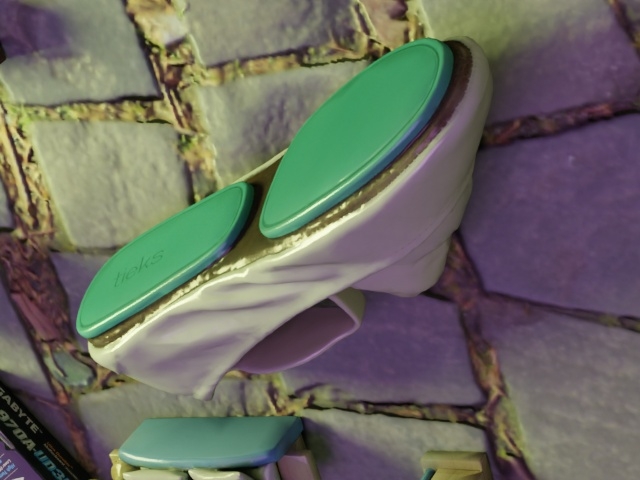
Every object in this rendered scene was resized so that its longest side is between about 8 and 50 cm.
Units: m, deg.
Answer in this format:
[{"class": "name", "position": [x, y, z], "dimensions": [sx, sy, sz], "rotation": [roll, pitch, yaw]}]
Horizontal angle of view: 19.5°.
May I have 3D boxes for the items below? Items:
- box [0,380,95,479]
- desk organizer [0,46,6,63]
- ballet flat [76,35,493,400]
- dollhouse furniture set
[{"class": "box", "position": [-0.285, 0.229, 1.474], "dimensions": [0.220, 0.051, 0.175], "rotation": [-41, 95, 24]}, {"class": "desk organizer", "position": [-0.286, -0.128, 1.285], "dimensions": [0.130, 0.047, 0.050], "rotation": [-7, 118, 32]}, {"class": "ballet flat", "position": [0.000, 0.000, 1.175], "dimensions": [0.139, 0.139, 0.400], "rotation": [50, 133, -8]}, {"class": "dollhouse furniture set", "position": [-0.027, 0.297, 1.316], "dimensions": [0.303, 0.198, 0.286], "rotation": [-2, 118, 30]}]
